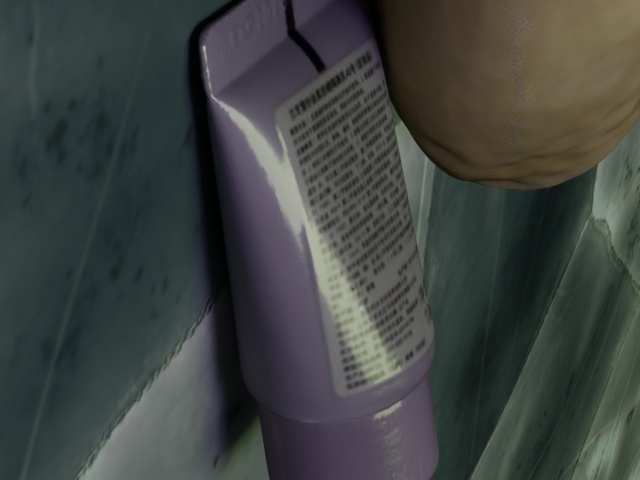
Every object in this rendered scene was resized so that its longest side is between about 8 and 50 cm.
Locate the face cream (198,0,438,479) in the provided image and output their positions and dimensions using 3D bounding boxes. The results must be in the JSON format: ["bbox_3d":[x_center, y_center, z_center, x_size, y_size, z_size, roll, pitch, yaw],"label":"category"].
[{"bbox_3d":[0.000,0.000,0.858,0.154,0.096,0.274,-42,132,-49],"label":"face cream"}]

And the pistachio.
[{"bbox_3d":[0.115,-0.149,0.861,0.187,0.187,0.299,-60,161,-28],"label":"pistachio"}]
